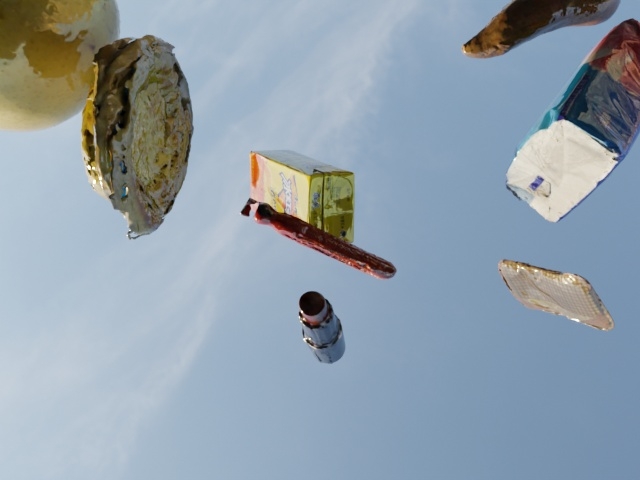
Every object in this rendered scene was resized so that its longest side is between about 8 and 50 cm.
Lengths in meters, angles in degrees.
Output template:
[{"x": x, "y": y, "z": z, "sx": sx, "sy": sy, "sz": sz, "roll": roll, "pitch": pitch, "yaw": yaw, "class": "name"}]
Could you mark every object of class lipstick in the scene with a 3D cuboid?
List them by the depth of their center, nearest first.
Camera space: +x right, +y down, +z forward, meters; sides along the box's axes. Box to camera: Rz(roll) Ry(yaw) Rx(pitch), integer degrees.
[{"x": 0.002, "y": 0.168, "z": 1.397, "sx": 0.081, "sy": 0.300, "sz": 0.081, "roll": -2, "pitch": -113, "yaw": 5, "class": "lipstick"}]

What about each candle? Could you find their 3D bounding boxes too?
[{"x": 0.000, "y": 0.000, "z": 1.414, "sx": 0.051, "sy": 0.329, "sz": 0.048, "roll": -84, "pitch": -160, "yaw": -74, "class": "candle"}]

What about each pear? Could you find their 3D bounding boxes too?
[{"x": -0.485, "y": -0.333, "z": 1.129, "sx": 0.348, "sy": 0.348, "sz": 0.348, "roll": -14, "pitch": -128, "yaw": 18, "class": "pear"}]

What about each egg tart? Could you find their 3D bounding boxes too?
[{"x": -0.259, "y": -0.139, "z": 0.989, "sx": 0.107, "sy": 0.291, "sz": 0.291, "roll": 4, "pitch": -123, "yaw": 9, "class": "egg tart"}]

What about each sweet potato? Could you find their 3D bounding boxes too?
[{"x": 0.375, "y": -0.386, "z": 1.231, "sx": 0.291, "sy": 0.097, "sz": 0.097, "roll": -19, "pitch": -131, "yaw": -5, "class": "sweet potato"}]

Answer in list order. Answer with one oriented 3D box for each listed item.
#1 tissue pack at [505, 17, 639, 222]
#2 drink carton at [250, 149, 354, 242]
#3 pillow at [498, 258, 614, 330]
[{"x": 0.418, "y": -0.188, "z": 1.144, "sx": 0.137, "sy": 0.209, "sz": 0.270, "roll": 34, "pitch": -118, "yaw": 7, "class": "tissue pack"}, {"x": -0.048, "y": -0.105, "z": 1.598, "sx": 0.111, "sy": 0.155, "sz": 0.351, "roll": -7, "pitch": -163, "yaw": -23, "class": "drink carton"}, {"x": 0.399, "y": 0.091, "z": 1.251, "sx": 0.034, "sy": 0.135, "sz": 0.211, "roll": -48, "pitch": -154, "yaw": -16, "class": "pillow"}]
